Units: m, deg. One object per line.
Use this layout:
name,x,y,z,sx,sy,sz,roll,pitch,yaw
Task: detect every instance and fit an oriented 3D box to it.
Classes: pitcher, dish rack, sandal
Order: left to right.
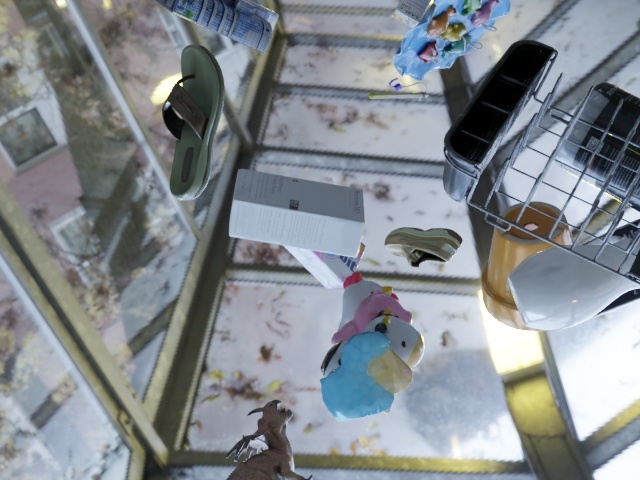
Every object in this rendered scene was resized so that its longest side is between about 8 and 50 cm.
sandal,-0.251,-0.228,1.690,0.086,0.302,0.120,12,170,-40
pitcher,0.402,0.054,1.409,0.207,0.125,0.178,-19,-166,5
dish rack,0.262,-0.063,0.836,0.272,0.074,0.208,28,-128,13

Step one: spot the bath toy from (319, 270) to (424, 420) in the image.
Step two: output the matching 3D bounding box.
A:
bath toy,0.074,0.137,1.333,0.152,0.129,0.348,-15,-168,7

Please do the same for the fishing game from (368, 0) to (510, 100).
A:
fishing game,0.173,-0.260,1.105,0.264,0.041,0.189,-46,160,30

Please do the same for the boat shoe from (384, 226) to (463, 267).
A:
boat shoe,0.181,0.018,1.699,0.190,0.068,0.072,-7,-129,56

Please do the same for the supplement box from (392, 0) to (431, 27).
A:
supplement box,0.135,-0.332,1.174,0.098,0.036,0.062,-61,-178,6

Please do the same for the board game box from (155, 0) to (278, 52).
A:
board game box,-0.139,-0.336,1.316,0.060,0.194,0.194,-66,-152,13

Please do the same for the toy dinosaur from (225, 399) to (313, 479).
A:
toy dinosaur,-0.128,0.466,1.779,0.200,0.127,0.296,31,-146,18

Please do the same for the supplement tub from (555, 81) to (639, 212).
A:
supplement tub,0.681,-0.169,1.869,0.338,0.207,0.207,34,-124,20

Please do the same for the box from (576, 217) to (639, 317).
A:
box,0.754,0.049,2.172,0.294,0.182,0.296,-25,172,23

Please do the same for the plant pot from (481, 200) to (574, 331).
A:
plant pot,0.404,0.036,1.707,0.205,0.187,0.205,-9,-142,7

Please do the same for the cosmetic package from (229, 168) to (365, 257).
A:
cosmetic package,-0.040,-0.050,1.584,0.231,0.085,0.117,8,-147,-5

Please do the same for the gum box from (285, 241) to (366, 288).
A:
gum box,0.000,0.000,1.800,0.062,0.188,0.107,-7,-132,43
